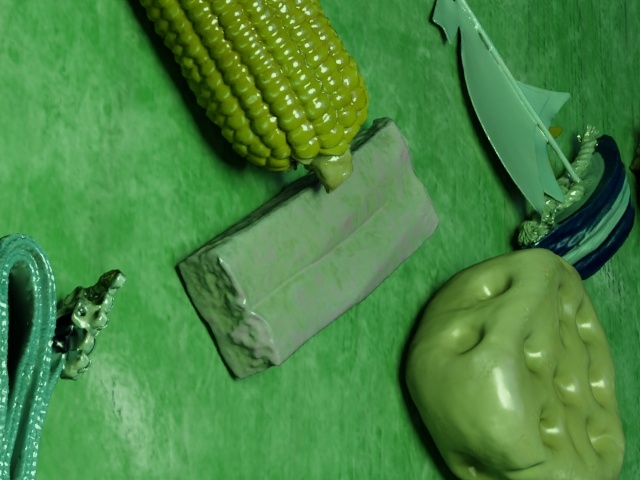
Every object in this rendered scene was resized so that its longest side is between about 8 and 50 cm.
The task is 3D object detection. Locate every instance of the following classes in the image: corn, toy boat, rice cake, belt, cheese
[{"bbox_3d":[-0.068,-0.175,1.396,0.322,0.119,0.119,57,37,-9],"label":"corn"},{"bbox_3d":[0.192,-0.108,1.784,0.291,0.067,0.220,58,38,-17],"label":"toy boat"},{"bbox_3d":[0.000,0.002,1.474,0.298,0.050,0.106,-39,108,-54],"label":"rice cake"},{"bbox_3d":[-0.182,0.088,1.176,0.100,0.065,0.179,27,57,-37],"label":"belt"},{"bbox_3d":[0.165,0.122,1.598,0.235,0.117,0.218,-30,102,-56],"label":"cheese"}]

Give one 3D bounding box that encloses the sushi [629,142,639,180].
[{"bbox_3d":[0.365,-0.075,1.978,0.226,0.097,0.103,-66,171,-49],"label":"sushi"}]
